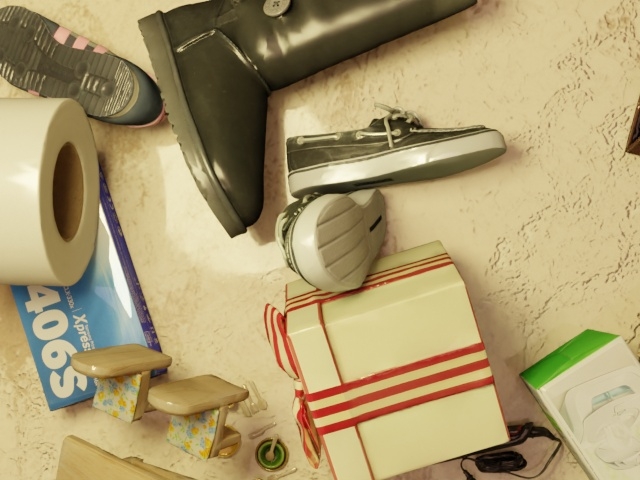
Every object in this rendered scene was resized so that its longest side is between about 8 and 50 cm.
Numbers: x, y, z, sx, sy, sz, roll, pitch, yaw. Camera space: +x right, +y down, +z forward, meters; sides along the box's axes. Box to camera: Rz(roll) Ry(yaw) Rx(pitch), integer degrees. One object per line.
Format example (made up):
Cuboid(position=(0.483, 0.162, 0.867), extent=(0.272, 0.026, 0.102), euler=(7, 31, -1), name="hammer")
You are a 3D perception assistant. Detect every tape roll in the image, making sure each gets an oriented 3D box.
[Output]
Cuboid(position=(-0.402, -0.063, 1.394), extent=(0.169, 0.246, 0.246), euler=(2, 87, 5), name="tape roll")

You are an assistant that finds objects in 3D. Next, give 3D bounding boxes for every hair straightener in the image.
Cuboid(position=(0.220, 0.300, 1.498), extent=(0.230, 0.047, 0.089), euler=(-5, 87, 1), name="hair straightener")

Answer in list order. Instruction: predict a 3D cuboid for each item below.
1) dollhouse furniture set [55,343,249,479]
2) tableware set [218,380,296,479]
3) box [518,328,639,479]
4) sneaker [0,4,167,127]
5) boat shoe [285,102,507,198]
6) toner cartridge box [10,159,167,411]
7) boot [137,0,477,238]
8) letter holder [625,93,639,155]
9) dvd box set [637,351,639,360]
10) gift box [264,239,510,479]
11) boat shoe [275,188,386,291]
Cuboid(position=(-0.200, 0.364, 1.310), extent=(0.394, 0.256, 0.362), euler=(17, 100, 29), name="dollhouse furniture set")
Cuboid(position=(-0.110, 0.285, 1.535), extent=(0.104, 0.024, 0.154), euler=(-26, 86, 4), name="tableware set")
Cuboid(position=(0.372, 0.244, 1.371), extent=(0.127, 0.262, 0.231), euler=(-34, 84, 3), name="box")
Cuboid(position=(-0.351, -0.238, 1.549), extent=(0.319, 0.131, 0.112), euler=(32, 96, 29), name="sneaker")
Cuboid(position=(0.099, -0.134, 1.494), extent=(0.306, 0.113, 0.105), euler=(-11, 80, 20), name="boat shoe")
Cuboid(position=(-0.354, 0.052, 1.544), extent=(0.165, 0.075, 0.348), euler=(-20, 85, 3), name="toner cartridge box")
Cuboid(position=(0.008, -0.247, 1.461), extent=(0.445, 0.146, 0.367), euler=(-23, 69, 2), name="boot")
Cuboid(position=(0.578, -0.161, 1.393), extent=(0.302, 0.214, 0.152), euler=(15, 89, 6), name="letter holder")
Cuboid(position=(0.596, 0.078, 1.343), extent=(0.420, 0.307, 0.062), euler=(-39, 56, 2), name="dvd box set")
Cuboid(position=(0.079, 0.164, 1.416), extent=(0.258, 0.276, 0.255), euler=(-17, 99, 1), name="gift box")
Cuboid(position=(0.000, 0.000, 1.393), extent=(0.119, 0.335, 0.121), euler=(-7, 95, 16), name="boat shoe")
